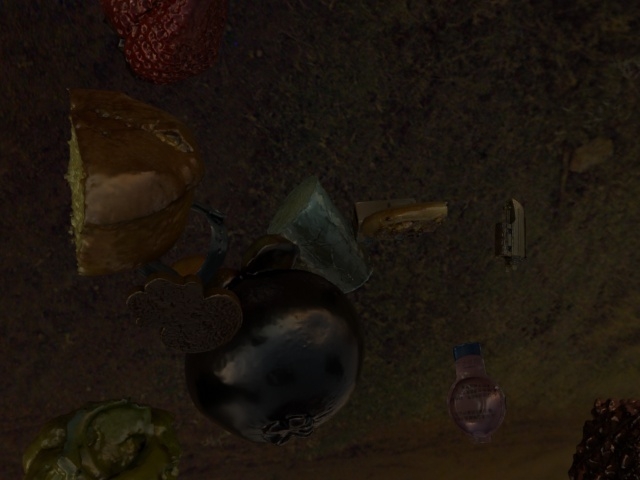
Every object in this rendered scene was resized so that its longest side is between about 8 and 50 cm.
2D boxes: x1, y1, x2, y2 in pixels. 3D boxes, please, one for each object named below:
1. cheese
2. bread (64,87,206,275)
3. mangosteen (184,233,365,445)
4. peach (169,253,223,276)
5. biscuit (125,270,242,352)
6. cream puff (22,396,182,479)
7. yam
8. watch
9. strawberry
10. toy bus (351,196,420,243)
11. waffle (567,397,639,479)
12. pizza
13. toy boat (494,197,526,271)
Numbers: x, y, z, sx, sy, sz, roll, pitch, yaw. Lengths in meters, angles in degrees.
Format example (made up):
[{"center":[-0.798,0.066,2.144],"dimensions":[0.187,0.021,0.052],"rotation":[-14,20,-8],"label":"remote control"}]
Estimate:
[{"center":[0.450,0.443,1.449],"dimensions":[0.189,0.285,0.074],"rotation":[-24,145,35],"label":"cheese"},{"center":[-0.278,-0.094,0.737],"dimensions":[0.179,0.340,0.194],"rotation":[0,125,-31],"label":"bread"},{"center":[-0.104,0.201,1.048],"dimensions":[0.382,0.435,0.382],"rotation":[-11,141,-9],"label":"mangosteen"},{"center":[-0.410,0.158,1.602],"dimensions":[0.231,0.231,0.231],"rotation":[-20,137,-20],"label":"peach"},{"center":[-0.182,0.098,0.678],"dimensions":[0.124,0.026,0.175],"rotation":[-35,134,8],"label":"biscuit"},{"center":[-0.371,0.369,0.844],"dimensions":[0.282,0.282,0.185],"rotation":[-5,108,-33],"label":"cream puff"},{"center":[0.000,0.000,1.570],"dimensions":[0.241,0.241,0.348],"rotation":[-39,111,2],"label":"yam"},{"center":[-0.280,0.003,0.979],"dimensions":[0.068,0.206,0.193],"rotation":[17,101,-61],"label":"watch"},{"center":[-0.286,-0.452,0.965],"dimensions":[0.288,0.250,0.238],"rotation":[-32,-173,41],"label":"strawberry"},{"center":[0.181,-0.058,1.333],"dimensions":[0.182,0.091,0.103],"rotation":[-5,140,-4],"label":"toy bus"},{"center":[0.449,0.352,0.749],"dimensions":[0.221,0.056,0.234],"rotation":[82,32,-80],"label":"waffle"},{"center":[0.169,-0.037,1.042],"dimensions":[0.246,0.058,0.127],"rotation":[-10,171,44],"label":"pizza"},{"center":[0.579,-0.018,1.506],"dimensions":[0.088,0.225,0.068],"rotation":[6,168,-5],"label":"toy boat"}]
